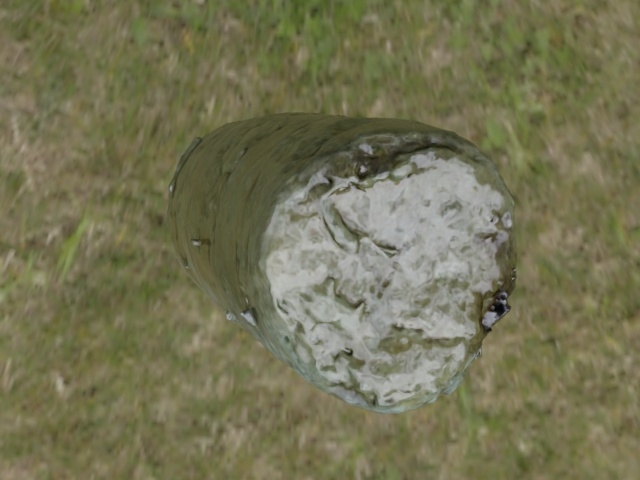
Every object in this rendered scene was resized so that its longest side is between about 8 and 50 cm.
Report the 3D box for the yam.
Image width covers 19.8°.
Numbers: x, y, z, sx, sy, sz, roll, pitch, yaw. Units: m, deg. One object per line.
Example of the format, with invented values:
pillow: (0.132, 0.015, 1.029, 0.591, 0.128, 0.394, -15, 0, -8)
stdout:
yam: (0.000, 0.000, 0.541, 0.078, 0.179, 0.078, -1, 94, -15)
